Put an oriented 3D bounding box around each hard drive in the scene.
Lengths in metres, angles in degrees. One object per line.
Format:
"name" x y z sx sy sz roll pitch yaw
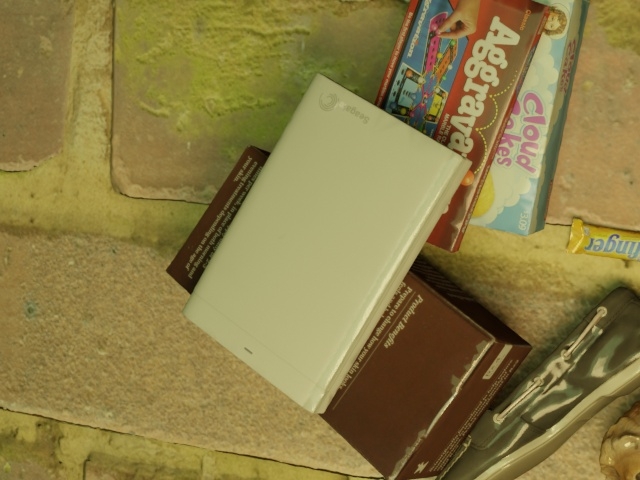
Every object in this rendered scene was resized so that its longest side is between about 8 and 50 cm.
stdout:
"hard drive" 0.000 0.000 1.231 0.203 0.040 0.307 34 99 28

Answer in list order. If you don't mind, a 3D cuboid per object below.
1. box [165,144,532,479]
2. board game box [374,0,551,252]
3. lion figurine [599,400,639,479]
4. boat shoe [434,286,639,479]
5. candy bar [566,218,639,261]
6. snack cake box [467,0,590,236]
"box" 0.026 0.076 1.306 0.381 0.143 0.191 41 102 29
"board game box" 0.131 -0.142 1.250 0.145 0.027 0.281 24 105 19
"lion figurine" 0.443 0.131 1.165 0.240 0.142 0.392 21 115 18
"boat shoe" 0.248 0.183 1.301 0.335 0.112 0.095 -40 64 16
"candy bar" 0.356 0.008 1.276 0.162 0.018 0.040 11 100 22
"snack cake box" 0.195 -0.150 1.286 0.152 0.089 0.264 13 101 22
